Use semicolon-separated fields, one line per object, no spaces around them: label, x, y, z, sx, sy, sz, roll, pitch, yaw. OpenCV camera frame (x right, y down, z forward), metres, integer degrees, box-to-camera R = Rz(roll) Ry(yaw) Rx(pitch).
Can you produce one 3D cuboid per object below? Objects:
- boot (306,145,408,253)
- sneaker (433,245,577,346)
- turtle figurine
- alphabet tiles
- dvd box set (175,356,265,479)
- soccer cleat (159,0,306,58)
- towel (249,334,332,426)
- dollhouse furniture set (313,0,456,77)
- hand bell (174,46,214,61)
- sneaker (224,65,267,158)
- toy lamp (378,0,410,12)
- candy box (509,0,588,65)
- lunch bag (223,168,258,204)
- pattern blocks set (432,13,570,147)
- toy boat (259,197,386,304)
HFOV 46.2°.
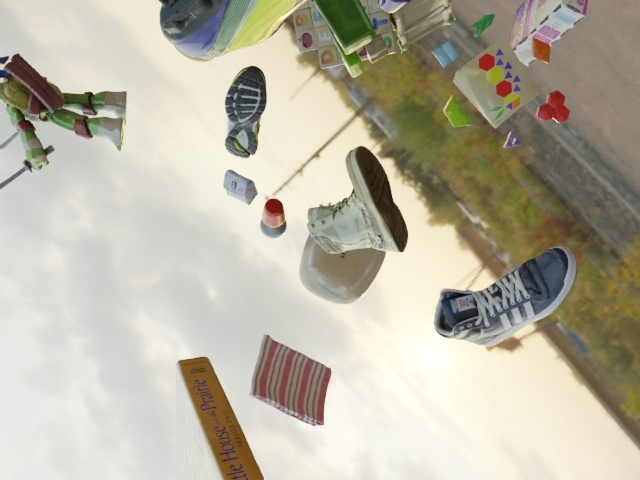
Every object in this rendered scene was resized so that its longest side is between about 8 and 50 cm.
boot;0.044;-0.061;1.296;0.213;0.165;0.077;63;-141;-33
sneaker;0.323;0.102;1.360;0.153;0.282;0.099;12;-133;-30
turtle figurine;-0.510;-0.209;1.431;0.266;0.274;0.198;4;-168;-11
alphabet tiles;0.077;-0.634;2.051;0.011;0.342;0.285;-28;-70;-62
dvd box set;-0.140;0.414;1.116;0.062;0.307;0.420;-7;-153;-21
soccer cleat;-0.052;-0.291;0.855;0.121;0.289;0.093;19;-124;-59
towel;-0.059;0.299;1.600;0.197;0.029;0.144;32;-131;-29
dollhouse furniture set;0.163;-0.564;1.841;0.151;0.301;0.197;62;-175;14
hand bell;-0.134;-0.347;1.170;0.126;0.126;0.242;42;164;-34
sneaker;-0.201;-0.358;2.001;0.111;0.300;0.121;10;-126;-9
toy lamp;0.170;-0.523;1.405;0.080;0.080;0.274;49;160;5
candy box;0.561;-0.559;1.843;0.071;0.159;0.233;22;157;-12
lunch bag;-0.199;-0.133;1.840;0.071;0.053;0.083;27;155;19
pattern blocks set;0.425;-0.374;1.797;0.325;0.285;0.026;59;-171;-21
toy boat;0.000;0.000;1.797;0.318;0.267;0.148;26;158;7
